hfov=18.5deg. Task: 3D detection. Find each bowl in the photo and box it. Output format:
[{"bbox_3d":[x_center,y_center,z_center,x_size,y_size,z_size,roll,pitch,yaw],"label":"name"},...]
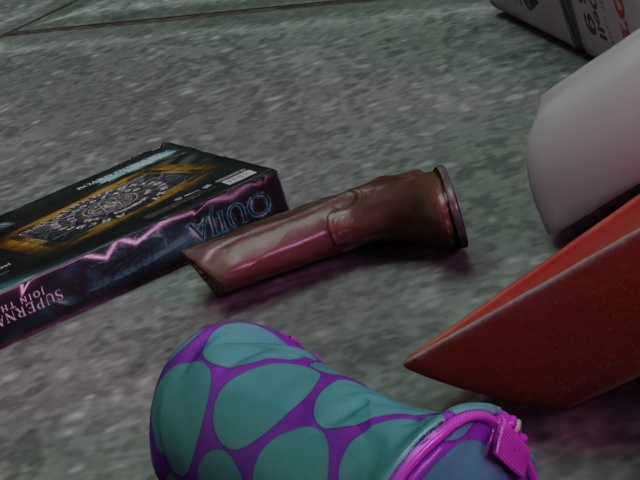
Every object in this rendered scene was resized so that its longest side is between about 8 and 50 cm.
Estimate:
[{"bbox_3d":[0.154,-0.069,0.794,0.142,0.053,0.142,-30,-2,-36],"label":"bowl"}]

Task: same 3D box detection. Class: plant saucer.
[{"bbox_3d":[0.185,-0.037,0.635,0.258,0.048,0.259,-32,-1,-36],"label":"plant saucer"}]

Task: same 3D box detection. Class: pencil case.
[{"bbox_3d":[0.005,0.067,0.595,0.070,0.064,0.152,-41,26,-18],"label":"pencil case"}]

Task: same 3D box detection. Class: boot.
[{"bbox_3d":[0.000,0.000,0.836,0.114,0.037,0.106,-16,5,-8],"label":"boot"}]

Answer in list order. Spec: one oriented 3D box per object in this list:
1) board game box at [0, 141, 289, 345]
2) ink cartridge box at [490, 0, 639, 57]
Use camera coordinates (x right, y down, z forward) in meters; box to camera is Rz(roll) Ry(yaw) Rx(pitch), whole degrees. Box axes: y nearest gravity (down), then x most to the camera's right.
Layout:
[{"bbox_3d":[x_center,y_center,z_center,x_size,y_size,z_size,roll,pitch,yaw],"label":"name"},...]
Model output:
[{"bbox_3d":[-0.124,0.003,0.956,0.186,0.026,0.126,-25,19,-22],"label":"board game box"},{"bbox_3d":[0.162,-0.218,1.049,0.121,0.211,0.289,-19,18,-7],"label":"ink cartridge box"}]
